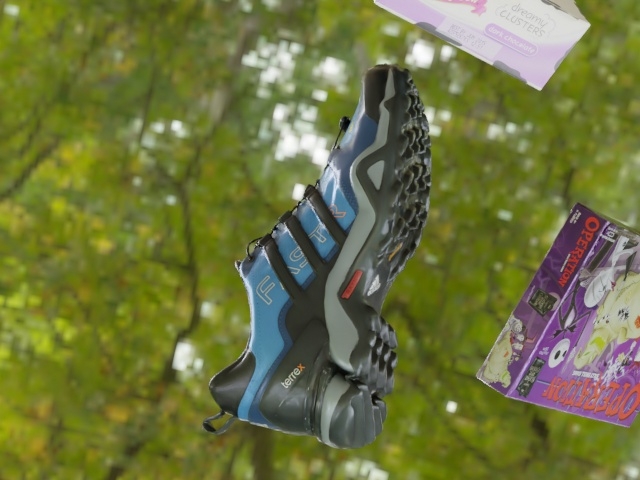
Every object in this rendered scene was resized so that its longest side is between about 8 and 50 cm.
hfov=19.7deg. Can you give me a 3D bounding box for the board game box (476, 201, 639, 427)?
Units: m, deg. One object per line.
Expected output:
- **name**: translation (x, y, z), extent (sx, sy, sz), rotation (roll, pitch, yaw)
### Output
- **board game box**: translation (0.305, 0.089, 1.980), extent (0.056, 0.208, 0.347), rotation (38, -170, 30)

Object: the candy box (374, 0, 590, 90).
- **candy box**: translation (0.105, -0.222, 1.460), extent (0.165, 0.070, 0.196), rotation (25, -155, -26)

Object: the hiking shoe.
- **hiking shoe**: translation (0.000, 0.000, 1.369), extent (0.132, 0.304, 0.113), rotation (6, 158, 17)
